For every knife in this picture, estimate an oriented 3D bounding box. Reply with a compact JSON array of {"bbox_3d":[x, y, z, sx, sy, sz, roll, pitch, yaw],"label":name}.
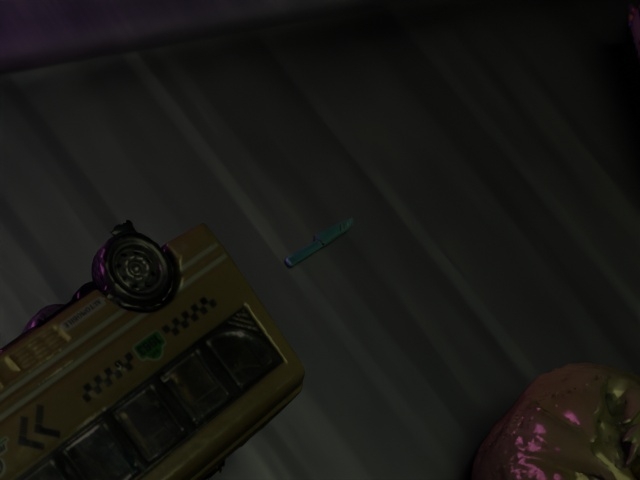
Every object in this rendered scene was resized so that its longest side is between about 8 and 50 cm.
[{"bbox_3d":[0.000,0.000,1.604,0.091,0.005,0.014,-32,80,-37],"label":"knife"}]

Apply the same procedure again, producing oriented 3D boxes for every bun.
[{"bbox_3d":[0.264,0.217,1.516,0.259,0.152,0.259,11,57,-18],"label":"bun"}]

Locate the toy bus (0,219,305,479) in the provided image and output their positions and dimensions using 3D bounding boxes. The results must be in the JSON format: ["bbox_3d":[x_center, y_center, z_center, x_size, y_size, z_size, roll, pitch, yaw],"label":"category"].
[{"bbox_3d":[-0.193,0.149,1.312,0.365,0.177,0.202,-37,87,-39],"label":"toy bus"}]

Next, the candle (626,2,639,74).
[{"bbox_3d":[0.416,-0.204,1.826,0.187,0.187,0.330,1,61,-26],"label":"candle"}]
